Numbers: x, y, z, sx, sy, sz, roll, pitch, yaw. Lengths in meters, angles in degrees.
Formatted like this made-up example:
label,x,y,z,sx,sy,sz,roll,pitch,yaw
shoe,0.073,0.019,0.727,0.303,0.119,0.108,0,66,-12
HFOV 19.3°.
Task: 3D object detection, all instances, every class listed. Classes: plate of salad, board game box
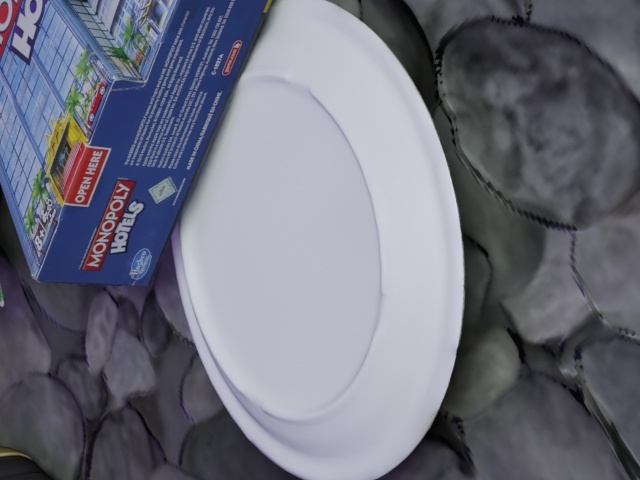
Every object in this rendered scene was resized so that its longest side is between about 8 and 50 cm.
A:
label,x,y,z,sx,sy,sz,roll,pitch,yaw
plate of salad,0.000,0.000,0.769,0.200,0.048,0.200,15,108,53
board game box,-0.101,-0.115,0.809,0.194,0.060,0.194,52,127,42

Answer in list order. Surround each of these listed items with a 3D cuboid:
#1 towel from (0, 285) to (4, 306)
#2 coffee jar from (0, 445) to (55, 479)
label,x,y,z,sx,sy,sz,roll,pitch,yaw
towel,-0.188,-0.049,0.918,0.113,0.023,0.152,-141,39,-65
coffee jar,-0.213,0.130,0.994,0.184,0.079,0.096,30,117,38
